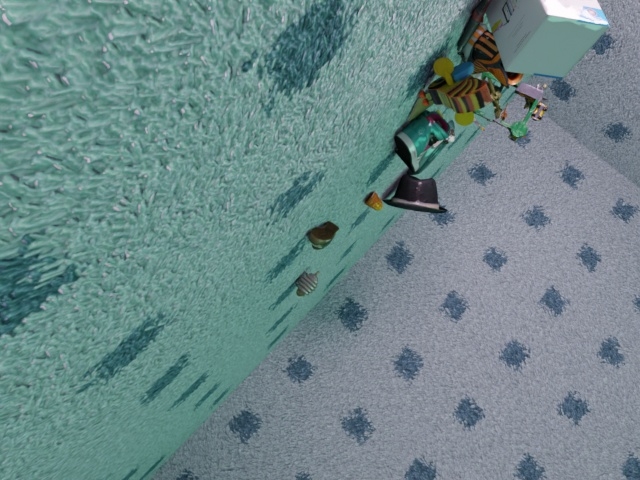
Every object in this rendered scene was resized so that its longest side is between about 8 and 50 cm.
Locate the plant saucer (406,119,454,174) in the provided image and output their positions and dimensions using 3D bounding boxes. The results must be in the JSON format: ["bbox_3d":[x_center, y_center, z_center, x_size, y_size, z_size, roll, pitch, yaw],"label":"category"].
[{"bbox_3d":[0.523,-0.419,2.403,0.317,0.043,0.317,-47,171,-10],"label":"plant saucer"}]

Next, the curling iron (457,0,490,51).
[{"bbox_3d":[0.404,-0.571,1.294,0.068,0.035,0.274,-44,169,-21],"label":"curling iron"}]

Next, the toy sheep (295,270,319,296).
[{"bbox_3d":[-0.052,0.175,2.118,0.132,0.091,0.091,-53,171,-3],"label":"toy sheep"}]

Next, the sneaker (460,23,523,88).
[{"bbox_3d":[0.529,-0.530,1.571,0.124,0.180,0.321,-51,170,19],"label":"sneaker"}]

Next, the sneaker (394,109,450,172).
[{"bbox_3d":[0.340,-0.338,1.712,0.178,0.124,0.295,-39,170,4],"label":"sneaker"}]

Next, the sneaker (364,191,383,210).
[{"bbox_3d":[0.221,-0.153,2.062,0.064,0.067,0.175,-48,169,13],"label":"sneaker"}]

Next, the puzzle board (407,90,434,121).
[{"bbox_3d":[0.318,-0.421,1.555,0.128,0.011,0.096,-38,164,-27],"label":"puzzle board"}]

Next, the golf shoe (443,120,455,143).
[{"bbox_3d":[0.510,-0.442,2.107,0.077,0.094,0.198,-51,169,23],"label":"golf shoe"}]

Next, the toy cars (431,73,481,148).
[{"bbox_3d":[0.460,-0.454,1.849,0.394,0.087,0.176,-52,170,21],"label":"toy cars"}]

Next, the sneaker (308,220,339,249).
[{"bbox_3d":[0.000,0.000,1.694,0.086,0.064,0.192,-58,170,23],"label":"sneaker"}]

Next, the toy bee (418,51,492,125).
[{"bbox_3d":[0.361,-0.402,1.418,0.162,0.195,0.298,-25,-172,17],"label":"toy bee"}]

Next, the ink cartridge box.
[{"bbox_3d":[0.528,-0.540,1.236,0.171,0.233,0.168,2,152,-15],"label":"ink cartridge box"}]

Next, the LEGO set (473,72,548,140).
[{"bbox_3d":[0.726,-0.548,2.074,0.192,0.331,0.255,-18,128,-75],"label":"LEGO set"}]

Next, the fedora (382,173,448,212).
[{"bbox_3d":[0.444,-0.220,2.370,0.334,0.334,0.153,-19,119,-71],"label":"fedora"}]
